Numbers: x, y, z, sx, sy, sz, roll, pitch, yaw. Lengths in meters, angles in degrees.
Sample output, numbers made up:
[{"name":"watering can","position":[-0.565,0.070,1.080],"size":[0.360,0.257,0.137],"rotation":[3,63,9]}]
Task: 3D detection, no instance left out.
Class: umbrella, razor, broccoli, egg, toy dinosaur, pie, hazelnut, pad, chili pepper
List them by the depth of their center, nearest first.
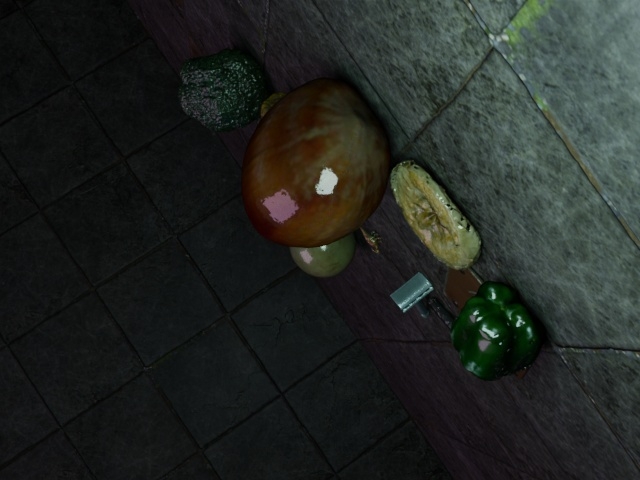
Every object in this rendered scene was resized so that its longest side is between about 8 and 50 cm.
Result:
[{"name":"chili pepper","position":[0.352,0.201,1.484],"size":[0.174,0.165,0.261],"rotation":[43,158,26]},{"name":"pie","position":[0.236,-0.052,1.533],"size":[0.274,0.055,0.274],"rotation":[53,170,13]},{"name":"hazelnut","position":[-0.006,-0.161,1.592],"size":[0.366,0.366,0.366],"rotation":[54,171,13]},{"name":"pad","position":[0.386,0.177,1.692],"size":[0.286,0.018,0.284],"rotation":[51,169,22]},{"name":"umbrella","position":[0.337,0.203,1.985],"size":[0.133,0.031,0.036],"rotation":[50,143,33]},{"name":"razor","position":[0.275,0.176,2.081],"size":[0.068,0.106,0.232],"rotation":[52,179,28]},{"name":"toy dinosaur","position":[0.151,-0.014,2.168],"size":[0.113,0.041,0.026],"rotation":[60,175,6]},{"name":"broccoli","position":[-0.288,-0.485,2.268],"size":[0.297,0.298,0.297],"rotation":[66,-155,-46]},{"name":"egg","position":[0.000,0.000,2.439],"size":[0.218,0.218,0.295],"rotation":[61,179,-28]}]

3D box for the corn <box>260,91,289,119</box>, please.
[{"name":"corn","position":[-0.067,-0.272,2.124],"size":[0.131,0.131,0.344],"rotation":[46,167,48]}]
